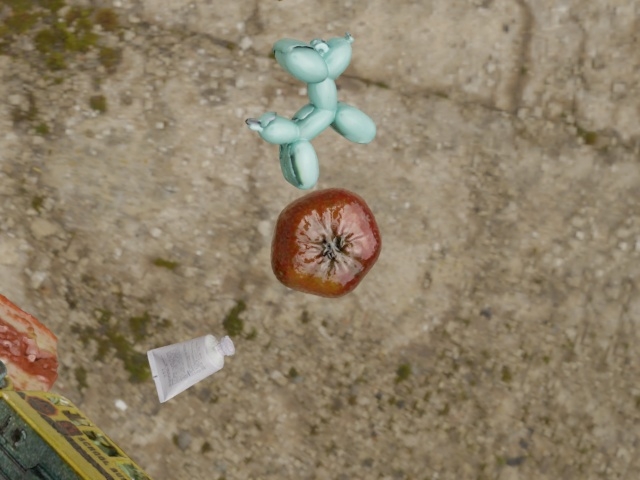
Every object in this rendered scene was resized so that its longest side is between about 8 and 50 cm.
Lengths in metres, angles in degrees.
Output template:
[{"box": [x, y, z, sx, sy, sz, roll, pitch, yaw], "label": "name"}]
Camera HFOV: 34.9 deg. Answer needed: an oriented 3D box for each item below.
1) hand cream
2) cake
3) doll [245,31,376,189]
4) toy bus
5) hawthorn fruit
[{"box": [-0.195, 0.183, 1.546, 0.053, 0.142, 0.084, 21, 48, -61], "label": "hand cream"}, {"box": [-0.592, 0.238, 1.624, 0.270, 0.319, 0.269, 34, 111, -19], "label": "cake"}, {"box": [-0.007, -0.157, 1.155, 0.159, 0.059, 0.158, -43, 123, -6], "label": "doll"}, {"box": [-0.216, 0.226, 0.875, 0.121, 0.335, 0.123, -60, 152, 10], "label": "toy bus"}, {"box": [0.000, 0.000, 1.445, 0.162, 0.203, 0.163, -1, 93, -8], "label": "hawthorn fruit"}]
